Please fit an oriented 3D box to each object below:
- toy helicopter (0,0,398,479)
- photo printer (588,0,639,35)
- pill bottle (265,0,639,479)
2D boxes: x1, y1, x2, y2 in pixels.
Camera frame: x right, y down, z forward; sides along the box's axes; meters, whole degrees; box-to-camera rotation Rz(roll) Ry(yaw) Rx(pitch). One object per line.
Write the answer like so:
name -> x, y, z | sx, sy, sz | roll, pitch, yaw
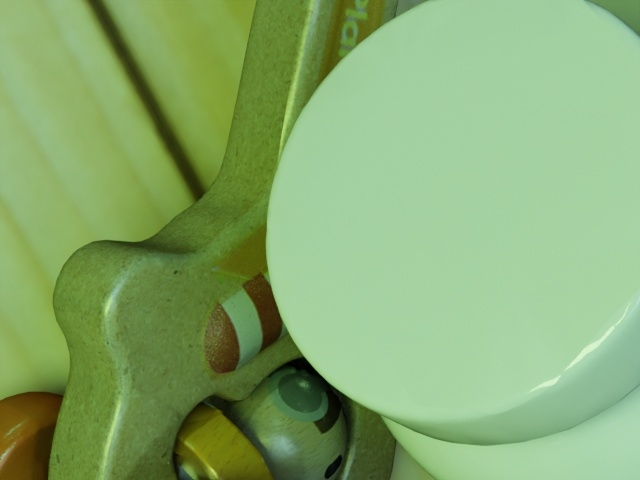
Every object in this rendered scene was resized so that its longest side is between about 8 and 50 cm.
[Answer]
toy helicopter -> 0.000, 0.000, 0.581 | 0.235, 0.140, 0.355 | 3, 100, -48
photo printer -> 0.240, -0.097, 0.607 | 0.256, 0.307, 0.107 | -6, 91, -27
pill bottle -> 0.110, 0.029, 0.524 | 0.278, 0.162, 0.162 | 31, 75, -54
